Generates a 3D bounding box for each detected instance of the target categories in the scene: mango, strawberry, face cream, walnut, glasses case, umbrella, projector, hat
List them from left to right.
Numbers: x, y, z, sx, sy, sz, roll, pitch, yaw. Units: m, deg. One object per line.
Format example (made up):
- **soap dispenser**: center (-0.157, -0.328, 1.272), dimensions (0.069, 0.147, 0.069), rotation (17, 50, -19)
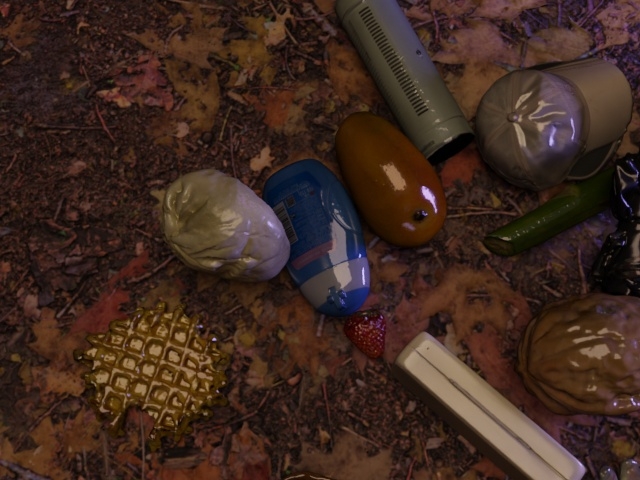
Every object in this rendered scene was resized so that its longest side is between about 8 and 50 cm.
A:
- **face cream**: center (0.000, 0.000, 1.401), dimensions (0.149, 0.083, 0.264), rotation (-27, 73, 19)
- **strawberry**: center (0.074, 0.151, 1.373), dimensions (0.073, 0.073, 0.083), rotation (-11, 97, -1)
- **mango**: center (0.106, -0.105, 1.386), dimensions (0.139, 0.175, 0.254), rotation (-32, 75, -6)
- **projector**: center (0.142, -0.292, 1.476), dimensions (0.108, 0.108, 0.337), rotation (-26, 75, -6)
- **glasses case**: center (0.246, 0.269, 1.297), dimensions (0.313, 0.131, 0.070), rotation (40, 78, 12)
- **hat**: center (0.393, -0.210, 1.422), dimensions (0.275, 0.161, 0.232), rotation (-24, 78, -9)
- **walnut**: center (0.418, 0.171, 1.290), dimensions (0.245, 0.198, 0.198), rotation (-4, 74, -7)
- **umbrella**: center (0.504, -0.039, 1.354), dimensions (0.122, 0.110, 0.272), rotation (9, 94, 1)

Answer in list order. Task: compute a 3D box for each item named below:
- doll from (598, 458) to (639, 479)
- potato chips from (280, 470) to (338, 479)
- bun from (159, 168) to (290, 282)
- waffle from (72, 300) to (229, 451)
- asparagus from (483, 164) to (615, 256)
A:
- **doll**: center (0.465, 0.467, 1.250), dimensions (0.155, 0.113, 0.275), rotation (-10, 66, -10)
- **potato chips**: center (0.015, 0.442, 1.296), dimensions (0.202, 0.049, 0.150), rotation (19, 70, 9)
- **bun**: center (-0.163, -0.010, 1.344), dimensions (0.229, 0.229, 0.145), rotation (42, 69, 12)
- **waffle**: center (-0.266, 0.212, 1.373), dimensions (0.232, 0.051, 0.228), rotation (-30, 72, -8)
- **asparagus**: center (0.402, -0.045, 1.419), dimensions (0.278, 0.060, 0.067), rotation (-29, 110, -6)
